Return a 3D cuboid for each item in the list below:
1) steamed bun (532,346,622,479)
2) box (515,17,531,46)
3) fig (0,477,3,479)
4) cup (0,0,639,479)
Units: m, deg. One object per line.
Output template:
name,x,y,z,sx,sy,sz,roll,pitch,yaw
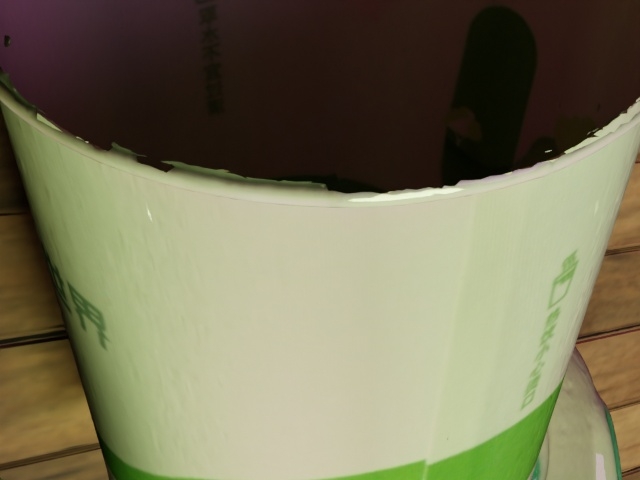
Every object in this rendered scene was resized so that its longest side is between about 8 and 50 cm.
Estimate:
steamed bun,0.081,0.148,0.831,0.177,0.131,0.228,7,110,-46
box,0.136,-0.129,0.709,0.218,0.040,0.055,-43,149,-64
fig,-0.178,0.169,0.464,0.258,0.258,0.326,-39,102,-23
cup,0.000,0.000,0.580,0.253,0.253,0.274,-29,139,-31
